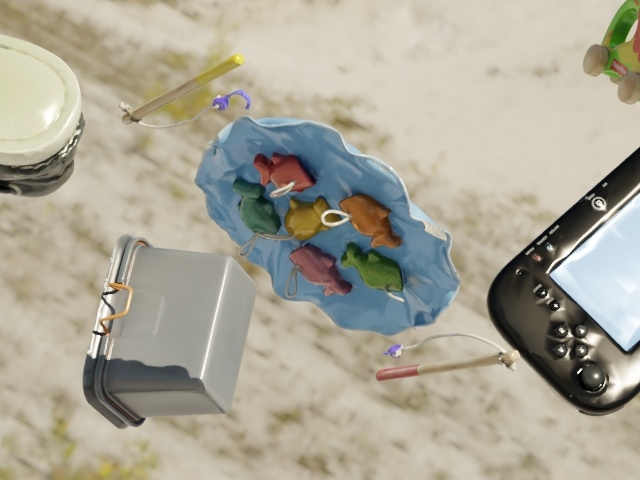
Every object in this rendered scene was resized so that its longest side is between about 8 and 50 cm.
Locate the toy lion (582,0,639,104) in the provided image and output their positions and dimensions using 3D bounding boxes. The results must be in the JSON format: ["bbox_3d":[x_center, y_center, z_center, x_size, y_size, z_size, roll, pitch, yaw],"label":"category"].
[{"bbox_3d":[0.230,-0.143,1.297,0.034,0.096,0.100,16,17,-23],"label":"toy lion"}]

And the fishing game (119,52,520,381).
[{"bbox_3d":[0.000,0.000,1.141,0.264,0.041,0.189,49,-34,-21],"label":"fishing game"}]

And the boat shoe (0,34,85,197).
[{"bbox_3d":[-0.322,-0.116,1.342,0.340,0.127,0.113,16,-26,10],"label":"boat shoe"}]

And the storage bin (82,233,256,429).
[{"bbox_3d":[-0.107,0.064,1.358,0.091,0.135,0.098,-1,-27,23],"label":"storage bin"}]

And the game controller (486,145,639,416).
[{"bbox_3d":[0.302,0.018,1.729,0.166,0.319,0.067,49,-21,4],"label":"game controller"}]
